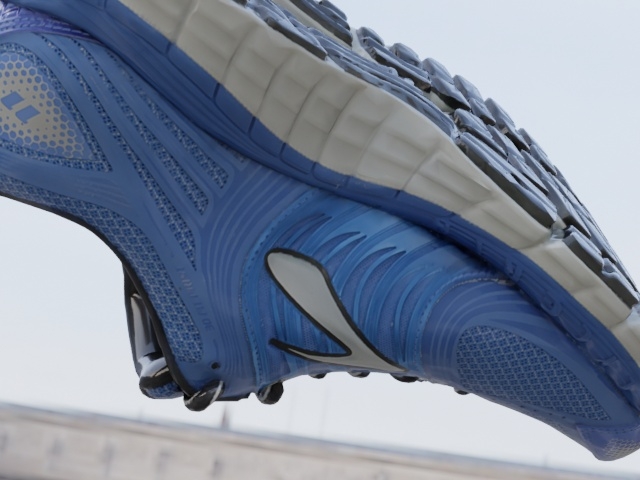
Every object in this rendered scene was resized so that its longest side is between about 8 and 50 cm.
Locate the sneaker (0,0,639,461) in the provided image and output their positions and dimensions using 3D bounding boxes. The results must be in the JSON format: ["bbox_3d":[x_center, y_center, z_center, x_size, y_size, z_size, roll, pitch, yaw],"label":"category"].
[{"bbox_3d":[0.000,0.000,0.679,0.330,0.147,0.130,33,19,-25],"label":"sneaker"}]
